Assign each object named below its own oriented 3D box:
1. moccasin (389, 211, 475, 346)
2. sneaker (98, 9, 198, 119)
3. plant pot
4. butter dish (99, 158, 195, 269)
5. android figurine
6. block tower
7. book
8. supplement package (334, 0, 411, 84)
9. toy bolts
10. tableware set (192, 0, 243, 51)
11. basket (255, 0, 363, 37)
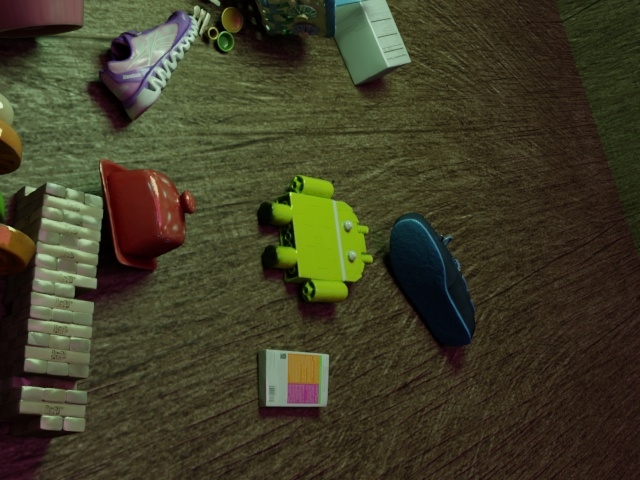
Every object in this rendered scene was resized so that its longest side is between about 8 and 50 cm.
[{"bbox_3d":[0.245,0.078,1.633,0.117,0.138,0.342,-56,130,-47],"label":"moccasin"},{"bbox_3d":[-0.286,-0.313,1.227,0.104,0.095,0.236,37,52,-22],"label":"sneaker"},{"bbox_3d":[-0.416,-0.386,1.049,0.201,0.201,0.180,-21,107,-49],"label":"plant pot"},{"bbox_3d":[-0.244,-0.045,1.110,0.160,0.118,0.159,40,38,-80],"label":"butter dish"},{"bbox_3d":[0.000,0.000,1.437,0.273,0.056,0.248,9,69,-43],"label":"android figurine"},{"bbox_3d":[-0.360,0.085,0.989,0.091,0.097,0.335,17,62,-43],"label":"block tower"},{"bbox_3d":[-0.046,0.245,1.310,0.144,0.035,0.096,14,69,-43],"label":"book"},{"bbox_3d":[0.107,-0.460,1.688,0.105,0.105,0.179,-29,97,-48],"label":"supplement package"},{"bbox_3d":[-0.452,-0.075,0.898,0.218,0.229,0.158,83,9,-61],"label":"toy bolts"},{"bbox_3d":[-0.178,-0.439,1.395,0.104,0.024,0.154,26,81,-40],"label":"tableware set"},{"bbox_3d":[0.010,-0.513,1.450,0.255,0.289,0.201,64,9,-81],"label":"basket"}]
